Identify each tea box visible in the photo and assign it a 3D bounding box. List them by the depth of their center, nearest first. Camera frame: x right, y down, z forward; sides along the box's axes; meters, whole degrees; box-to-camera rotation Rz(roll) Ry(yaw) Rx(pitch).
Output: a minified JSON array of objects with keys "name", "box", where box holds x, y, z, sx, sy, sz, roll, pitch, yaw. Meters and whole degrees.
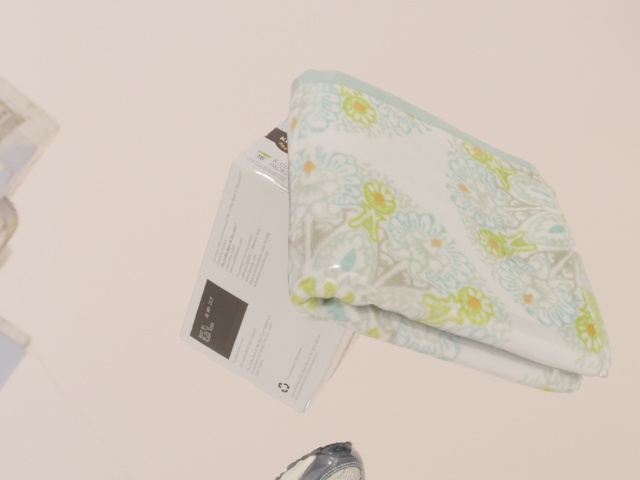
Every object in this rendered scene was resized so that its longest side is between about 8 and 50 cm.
[{"name":"tea box","box":[0.000,0.000,1.256,0.220,0.323,0.329,29,-52,9]}]

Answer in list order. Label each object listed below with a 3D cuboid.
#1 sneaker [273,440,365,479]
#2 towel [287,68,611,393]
[{"name":"sneaker","box":[0.011,0.320,0.816,0.110,0.122,0.283,-6,-64,-34]},{"name":"towel","box":[0.134,-0.014,0.969,0.374,0.321,0.090,19,-49,-22]}]
